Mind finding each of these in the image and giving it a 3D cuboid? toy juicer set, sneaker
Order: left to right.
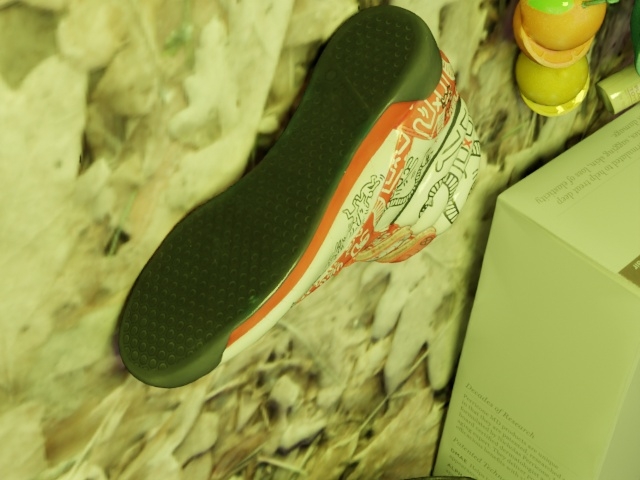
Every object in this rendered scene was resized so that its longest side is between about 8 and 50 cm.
[{"bbox_3d":[0.001,0.000,0.870,0.270,0.090,0.145,-54,145,-10],"label":"sneaker"},{"bbox_3d":[0.251,-0.142,1.023,0.209,0.089,0.329,-38,156,18],"label":"toy juicer set"}]

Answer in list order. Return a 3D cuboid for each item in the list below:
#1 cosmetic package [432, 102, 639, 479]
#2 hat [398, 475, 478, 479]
[{"bbox_3d":[0.233,0.099,1.180,0.217,0.156,0.385,-30,142,-36],"label":"cosmetic package"},{"bbox_3d":[0.056,0.246,1.077,0.331,0.331,0.134,-9,86,-50],"label":"hat"}]
